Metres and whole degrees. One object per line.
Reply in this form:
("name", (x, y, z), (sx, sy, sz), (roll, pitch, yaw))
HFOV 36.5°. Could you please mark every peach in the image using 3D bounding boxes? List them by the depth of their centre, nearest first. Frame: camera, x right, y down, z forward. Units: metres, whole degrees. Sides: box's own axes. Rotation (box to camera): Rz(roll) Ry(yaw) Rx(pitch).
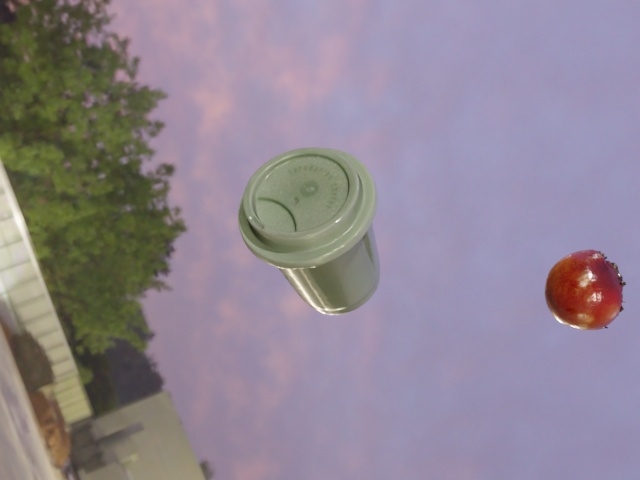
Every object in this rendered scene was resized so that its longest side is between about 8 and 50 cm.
("peach", (0.304, 0.061, 1.129), (0.098, 0.061, 0.098), (10, -73, 36))

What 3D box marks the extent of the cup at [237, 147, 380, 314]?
("cup", (0.000, 0.000, 0.842), (0.120, 0.120, 0.141), (55, -9, 40))
